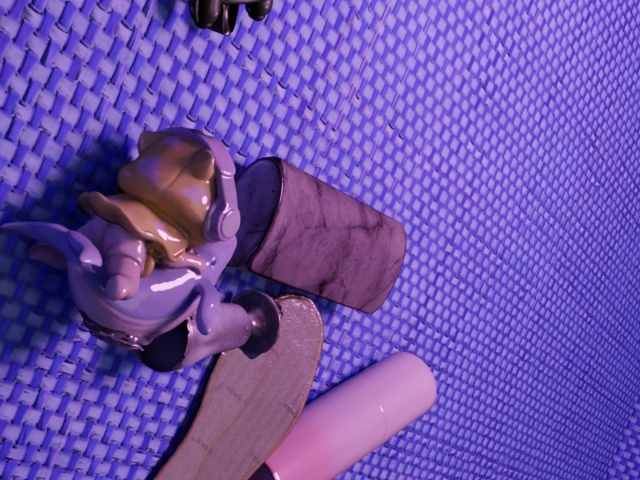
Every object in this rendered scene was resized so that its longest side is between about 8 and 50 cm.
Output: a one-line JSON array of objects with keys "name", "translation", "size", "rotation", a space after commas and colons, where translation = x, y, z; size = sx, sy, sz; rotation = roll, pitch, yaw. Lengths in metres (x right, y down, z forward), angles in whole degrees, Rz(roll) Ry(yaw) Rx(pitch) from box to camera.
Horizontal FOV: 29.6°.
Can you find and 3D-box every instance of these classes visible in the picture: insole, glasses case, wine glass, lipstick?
[{"name": "insole", "translation": [-0.098, 0.200, 1.204], "size": [0.119, 0.009, 0.348], "rotation": [45, 68, -23]}, {"name": "glasses case", "translation": [0.000, 0.000, 1.249], "size": [0.299, 0.060, 0.114], "rotation": [22, 89, -61]}, {"name": "wine glass", "translation": [-0.103, 0.082, 1.122], "size": [0.155, 0.072, 0.072], "rotation": [-2, 109, -59]}, {"name": "lipstick", "translation": [0.016, 0.219, 1.385], "size": [0.326, 0.087, 0.087], "rotation": [-23, 127, -52]}]

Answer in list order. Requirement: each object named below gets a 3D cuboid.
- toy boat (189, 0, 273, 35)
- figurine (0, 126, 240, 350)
[{"name": "toy boat", "translation": [-0.065, -0.270, 0.985], "size": [0.104, 0.052, 0.210], "rotation": [-21, 124, -50]}, {"name": "figurine", "translation": [-0.140, -0.002, 0.954], "size": [0.208, 0.128, 0.184], "rotation": [6, 101, -55]}]
